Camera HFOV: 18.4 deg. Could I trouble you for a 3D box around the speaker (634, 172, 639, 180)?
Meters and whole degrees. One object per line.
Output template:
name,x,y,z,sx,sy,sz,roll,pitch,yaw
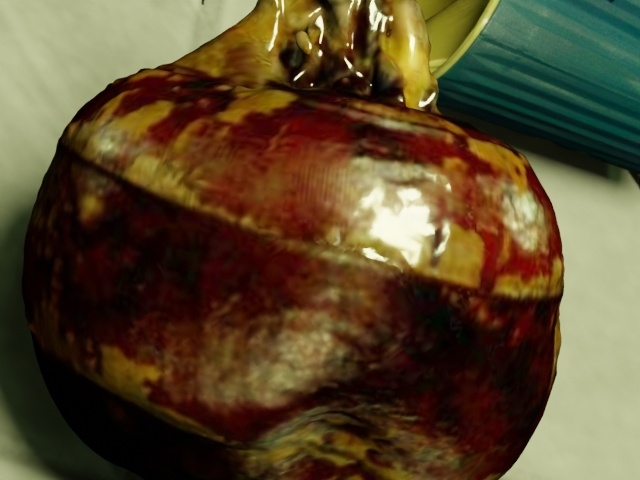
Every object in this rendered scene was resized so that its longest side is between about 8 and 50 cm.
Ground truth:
speaker,0.328,0.008,1.025,0.329,0.198,0.259,-29,96,-30

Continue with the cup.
cup,0.121,-0.120,1.004,0.155,0.131,0.176,23,30,-23

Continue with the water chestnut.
water chestnut,0.000,0.000,0.794,0.223,0.223,0.238,12,93,-26
